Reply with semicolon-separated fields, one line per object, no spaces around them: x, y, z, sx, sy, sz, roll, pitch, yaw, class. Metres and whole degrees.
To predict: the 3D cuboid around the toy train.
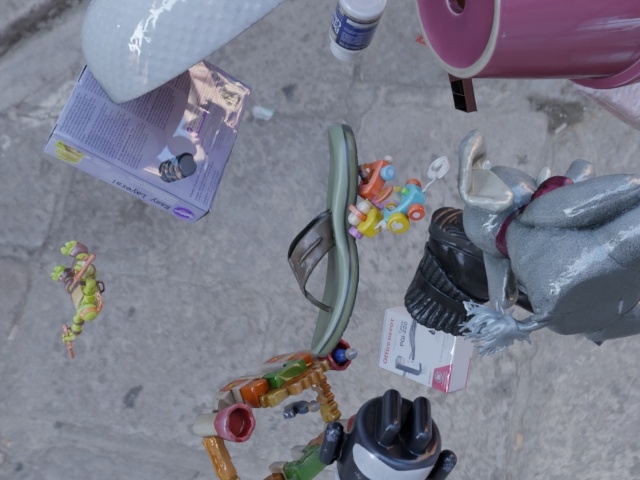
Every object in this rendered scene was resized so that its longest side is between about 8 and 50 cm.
0.076;-0.064;0.827;0.166;0.046;0.125;-1;59;62;toy train

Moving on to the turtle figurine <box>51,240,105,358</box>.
-0.501;0.095;1.453;0.087;0.269;0.217;-1;35;-32;turtle figurine

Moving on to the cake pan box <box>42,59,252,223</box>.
-0.249;-0.193;1.045;0.070;0.246;0.266;-28;41;50;cake pan box

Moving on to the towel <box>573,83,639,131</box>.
0.562;-0.363;1.150;0.053;0.317;0.331;24;99;46;towel

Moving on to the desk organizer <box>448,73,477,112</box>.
0.324;-0.358;1.581;0.050;0.130;0.047;-10;30;15;desk organizer

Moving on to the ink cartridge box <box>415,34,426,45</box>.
0.240;-0.459;1.422;0.115;0.029;0.063;-45;28;6;ink cartridge box

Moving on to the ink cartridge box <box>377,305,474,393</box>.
0.259;0.266;1.710;0.218;0.092;0.158;15;102;42;ink cartridge box

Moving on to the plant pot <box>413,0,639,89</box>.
0.180;-0.208;0.536;0.180;0.201;0.201;-17;64;-16;plant pot

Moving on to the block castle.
-0.056;0.448;1.678;0.213;0.453;0.303;-18;95;43;block castle

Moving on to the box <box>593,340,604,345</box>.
0.661;0.132;1.576;0.156;0.158;0.093;-39;55;-16;box

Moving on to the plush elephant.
0.293;-0.011;0.866;0.330;0.271;0.255;-18;47;0;plush elephant

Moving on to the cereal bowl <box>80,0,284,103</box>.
-0.171;-0.324;0.874;0.339;0.141;0.339;-29;25;15;cereal bowl

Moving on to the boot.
0.337;0.112;1.401;0.131;0.260;0.348;-22;45;-38;boot

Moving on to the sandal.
0.000;-0.001;0.900;0.086;0.120;0.302;2;87;-8;sandal

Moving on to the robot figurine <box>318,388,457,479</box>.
0.127;0.408;1.313;0.174;0.278;0.209;-23;52;-41;robot figurine

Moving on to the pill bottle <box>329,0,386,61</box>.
0.069;-0.442;1.402;0.094;0.169;0.094;4;69;-9;pill bottle
